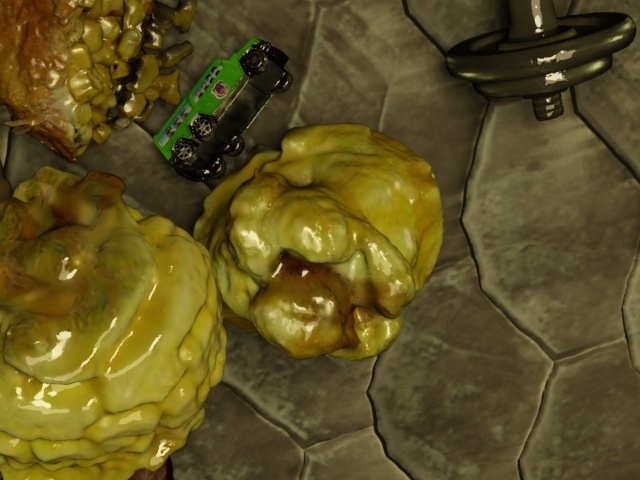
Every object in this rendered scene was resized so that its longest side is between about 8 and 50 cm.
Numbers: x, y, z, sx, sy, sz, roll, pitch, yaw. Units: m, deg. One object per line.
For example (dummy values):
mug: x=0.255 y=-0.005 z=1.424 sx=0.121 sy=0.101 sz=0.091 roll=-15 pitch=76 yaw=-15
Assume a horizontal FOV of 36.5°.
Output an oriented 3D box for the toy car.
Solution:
toy car: x=-0.100 y=-0.138 z=1.004 sx=0.165 sy=0.062 sz=0.071 roll=-51 pitch=154 yaw=7

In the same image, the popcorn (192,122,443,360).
popcorn: x=0.005 y=0.004 z=0.977 sx=0.225 sy=0.276 sz=0.276 roll=43 pitch=95 yaw=-14

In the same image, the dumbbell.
dumbbell: x=0.206 y=-0.261 z=0.968 sx=0.192 sy=0.192 sz=0.290 roll=-16 pitch=109 yaw=-6

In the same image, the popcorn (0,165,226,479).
popcorn: x=-0.224 y=0.080 z=0.880 sx=0.293 sy=0.293 sz=0.237 roll=-24 pitch=149 yaw=-3

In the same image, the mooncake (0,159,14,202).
mooncake: x=-0.416 y=-0.051 z=0.935 sx=0.228 sy=0.124 sz=0.228 roll=-9 pitch=122 yaw=-15

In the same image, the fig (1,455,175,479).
fig: x=-0.250 y=0.294 z=1.018 sx=0.186 sy=0.249 sz=0.203 roll=4 pitch=109 yaw=-4

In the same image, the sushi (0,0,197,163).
sushi: x=-0.226 y=-0.215 z=0.922 sx=0.179 sy=0.167 sz=0.296 roll=12 pitch=99 yaw=10
